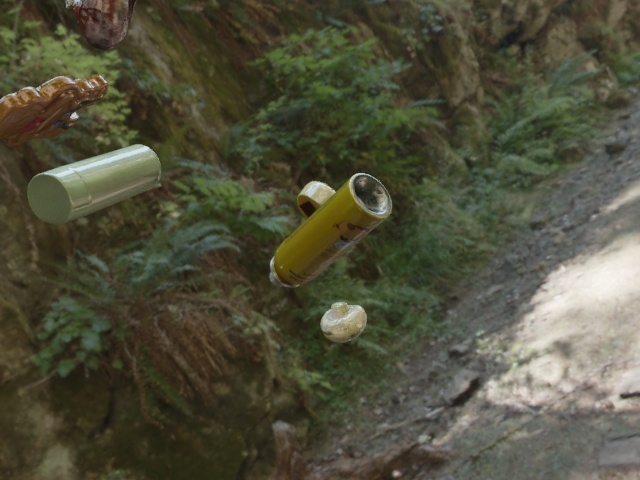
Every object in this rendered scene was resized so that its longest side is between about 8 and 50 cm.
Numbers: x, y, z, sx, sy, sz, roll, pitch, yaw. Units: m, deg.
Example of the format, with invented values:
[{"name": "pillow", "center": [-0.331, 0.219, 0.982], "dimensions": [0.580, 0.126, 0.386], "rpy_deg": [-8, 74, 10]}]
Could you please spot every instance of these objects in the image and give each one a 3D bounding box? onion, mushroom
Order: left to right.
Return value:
[{"name": "onion", "center": [-0.489, -0.541, 1.543], "dimensions": [0.151, 0.206, 0.098], "rpy_deg": [8, -20, -33]}, {"name": "mushroom", "center": [0.040, 0.142, 1.205], "dimensions": [0.083, 0.068, 0.083], "rpy_deg": [-13, 15, 4]}]

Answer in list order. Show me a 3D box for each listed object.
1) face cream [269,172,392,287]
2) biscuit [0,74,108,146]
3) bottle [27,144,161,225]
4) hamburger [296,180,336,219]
[{"name": "face cream", "center": [0.000, 0.000, 1.399], "dimensions": [0.348, 0.105, 0.105], "rpy_deg": [-41, -4, 42]}, {"name": "biscuit", "center": [-0.565, -0.266, 1.413], "dimensions": [0.202, 0.047, 0.334], "rpy_deg": [-37, 4, 16]}, {"name": "bottle", "center": [-0.304, -0.080, 0.937], "dimensions": [0.072, 0.072, 0.201], "rpy_deg": [-24, 7, 26]}, {"name": "hamburger", "center": [0.004, -0.089, 1.675], "dimensions": [0.081, 0.126, 0.141], "rpy_deg": [-46, -4, -24]}]
